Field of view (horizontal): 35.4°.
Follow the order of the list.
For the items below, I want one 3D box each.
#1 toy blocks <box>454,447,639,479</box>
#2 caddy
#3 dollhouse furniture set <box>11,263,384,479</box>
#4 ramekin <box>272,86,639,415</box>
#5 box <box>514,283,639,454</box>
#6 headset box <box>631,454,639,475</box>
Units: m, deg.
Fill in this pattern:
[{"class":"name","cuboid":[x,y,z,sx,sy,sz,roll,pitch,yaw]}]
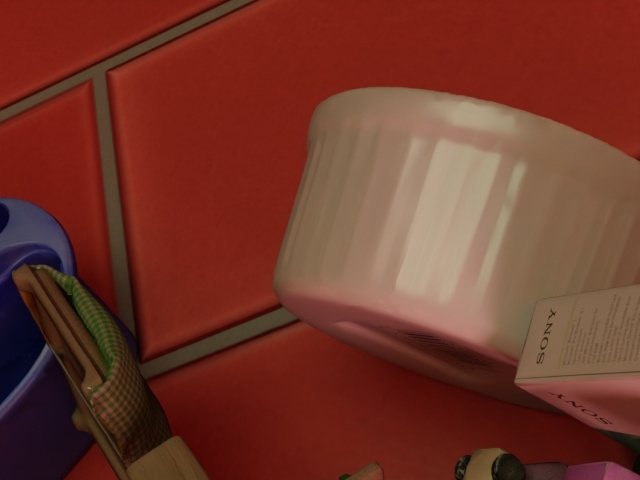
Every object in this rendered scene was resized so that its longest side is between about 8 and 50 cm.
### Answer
[{"class":"toy blocks","cuboid":[0.205,0.287,0.544,0.260,0.309,0.288,27,72,-10]},{"class":"caddy","cuboid":[-0.333,0.122,0.885,0.241,0.179,0.341,34,80,37]},{"class":"dollhouse furniture set","cuboid":[-0.077,0.135,0.722,0.151,0.197,0.301,-27,47,-21]},{"class":"ramekin","cuboid":[0.101,0.019,0.687,0.277,0.277,0.135,14,76,31]},{"class":"box","cuboid":[0.276,0.083,0.447,0.322,0.232,0.058,-17,47,62]},{"class":"headset box","cuboid":[0.255,0.163,0.673,0.083,0.032,0.062,13,68,32]}]
